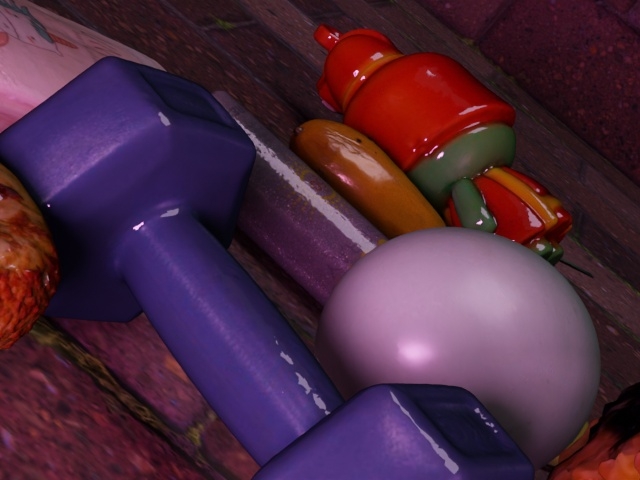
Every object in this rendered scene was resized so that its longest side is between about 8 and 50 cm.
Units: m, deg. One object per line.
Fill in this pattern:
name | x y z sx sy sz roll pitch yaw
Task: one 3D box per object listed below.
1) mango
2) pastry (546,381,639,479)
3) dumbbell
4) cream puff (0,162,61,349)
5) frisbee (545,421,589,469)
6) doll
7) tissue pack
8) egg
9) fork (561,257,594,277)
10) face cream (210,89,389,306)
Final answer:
mango | 0.045 -0.044 1.233 0.190 0.075 0.098 41 22 -18
pastry | 0.234 0.209 0.614 0.337 0.292 0.405 44 16 -26
dumbbell | -0.044 0.054 0.680 0.144 0.160 0.325 -19 55 -33
cream puff | -0.193 0.002 0.603 0.149 0.084 0.149 32 16 -10
frisbee | 0.151 0.113 1.148 0.236 0.017 0.236 35 18 -13
doll | 0.114 -0.107 1.381 0.363 0.160 0.183 46 19 21
tissue pack | -0.206 -0.110 0.876 0.325 0.071 0.170 20 24 -46
egg | 0.092 0.077 0.859 0.168 0.168 0.231 50 17 30
fork | 0.293 0.006 1.702 0.235 0.021 0.039 22 27 -43
face cream | 0.000 0.000 1.023 0.283 0.073 0.073 43 17 10
